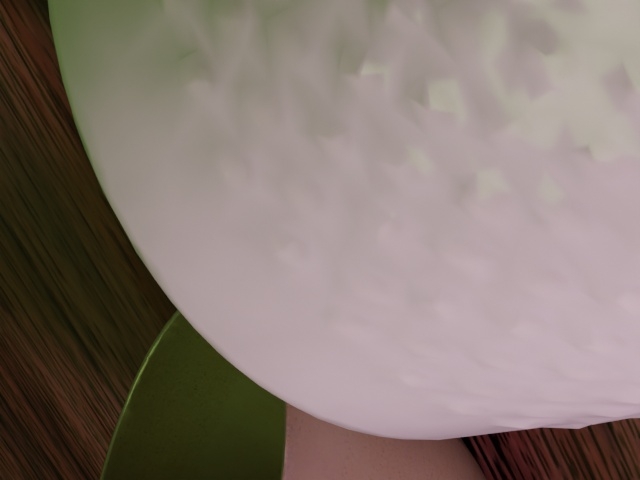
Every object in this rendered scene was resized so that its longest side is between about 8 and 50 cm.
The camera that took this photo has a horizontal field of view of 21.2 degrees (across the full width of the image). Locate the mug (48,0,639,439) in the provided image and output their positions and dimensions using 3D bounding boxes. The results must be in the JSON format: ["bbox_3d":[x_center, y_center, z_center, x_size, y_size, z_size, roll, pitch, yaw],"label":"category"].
[{"bbox_3d":[0.117,-0.143,0.457,0.328,0.276,0.374,-14,95,45],"label":"mug"}]

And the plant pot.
[{"bbox_3d":[-0.003,0.183,1.036,0.191,0.284,0.284,16,160,-24],"label":"plant pot"}]
